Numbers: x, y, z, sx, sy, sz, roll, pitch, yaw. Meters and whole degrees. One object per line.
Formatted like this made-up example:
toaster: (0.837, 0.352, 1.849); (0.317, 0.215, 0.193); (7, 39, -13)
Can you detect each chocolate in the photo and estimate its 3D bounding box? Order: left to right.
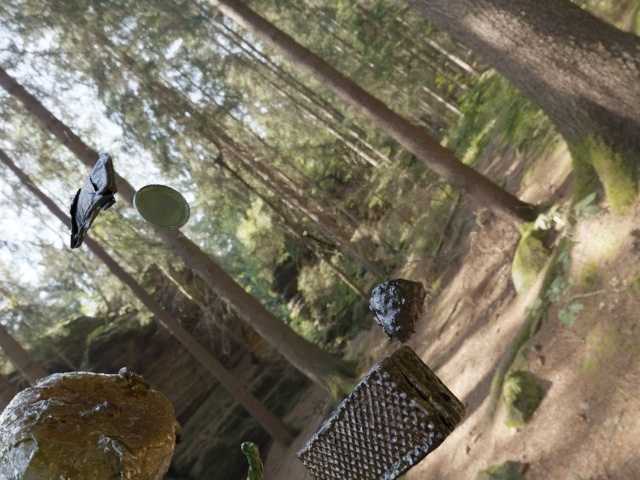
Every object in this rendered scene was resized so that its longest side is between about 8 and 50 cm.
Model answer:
chocolate: (0.201, 0.192, 1.109); (0.133, 0.156, 0.156); (-98, 30, -44)

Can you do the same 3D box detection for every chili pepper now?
chili pepper: (-0.107, 0.362, 0.705); (0.034, 0.091, 0.030); (-5, 7, -19)

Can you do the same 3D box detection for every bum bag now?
bum bag: (-0.537, -0.091, 1.033); (0.248, 0.123, 0.059); (-41, -37, 27)

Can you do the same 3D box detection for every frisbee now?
frisbee: (-0.308, -0.065, 0.863); (0.014, 0.110, 0.110); (-46, -4, 40)

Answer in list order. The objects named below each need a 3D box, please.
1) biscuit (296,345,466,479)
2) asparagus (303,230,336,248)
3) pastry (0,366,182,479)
biscuit: (0.064, 0.248, 0.558); (0.070, 0.106, 0.252); (-16, -35, -48)
asparagus: (0.000, 0.000, 1.170); (0.018, 0.015, 0.127); (-23, -30, 33)
pastry: (-0.334, 0.280, 0.642); (0.235, 0.256, 0.121); (4, -68, -65)
